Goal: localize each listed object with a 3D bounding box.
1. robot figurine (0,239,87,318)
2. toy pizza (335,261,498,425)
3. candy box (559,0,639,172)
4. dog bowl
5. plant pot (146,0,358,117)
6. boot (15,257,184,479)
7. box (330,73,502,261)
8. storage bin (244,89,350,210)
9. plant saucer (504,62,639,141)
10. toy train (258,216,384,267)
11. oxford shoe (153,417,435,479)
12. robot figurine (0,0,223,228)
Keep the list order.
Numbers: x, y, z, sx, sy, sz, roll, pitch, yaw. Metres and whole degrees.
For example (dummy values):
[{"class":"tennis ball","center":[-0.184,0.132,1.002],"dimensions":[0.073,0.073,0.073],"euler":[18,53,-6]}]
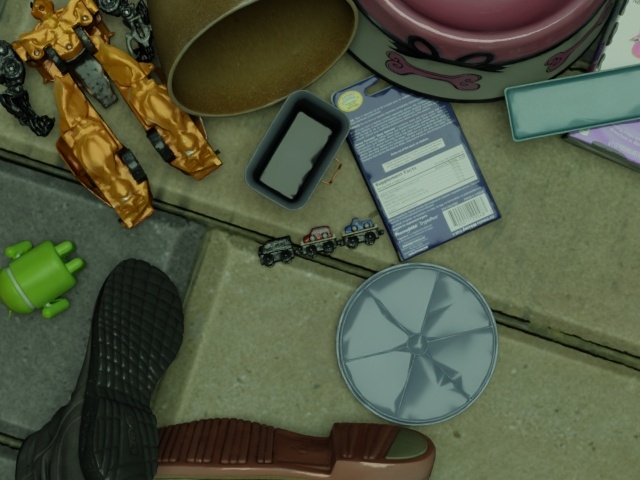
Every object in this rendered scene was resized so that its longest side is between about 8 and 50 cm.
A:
[{"class":"robot figurine","center":[-0.342,0.044,1.855],"dimensions":[0.115,0.067,0.101],"euler":[-33,89,-2]},{"class":"toy pizza","center":[0.118,0.127,1.887],"dimensions":[0.201,0.032,0.201],"euler":[0,89,-3]},{"class":"candy box","center":[0.410,-0.185,1.883],"dimensions":[0.165,0.070,0.196],"euler":[22,89,-1]},{"class":"dog bowl","center":[0.182,-0.378,1.823],"dimensions":[0.408,0.150,0.408],"euler":[0,84,-4]},{"class":"plant pot","center":[-0.113,-0.314,1.802],"dimensions":[0.237,0.237,0.254],"euler":[-25,66,-2]},{"class":"boot","center":[-0.280,0.193,1.813],"dimensions":[0.118,0.338,0.223],"euler":[32,133,-23]},{"class":"box","center":[0.115,-0.103,1.888],"dimensions":[0.136,0.036,0.225],"euler":[-24,89,-2]},{"class":"storage bin","center":[-0.023,-0.104,1.857],"dimensions":[0.098,0.091,0.135],"euler":[30,89,-1]},{"class":"plant saucer","center":[0.319,-0.167,1.837],"dimensions":[0.192,0.018,0.067],"euler":[-10,89,-1]},{"class":"toy train","center":[0.000,0.000,1.889],"dimensions":[0.158,0.027,0.036],"euler":[-12,79,-2]},{"class":"oxford shoe","center":[-0.063,0.303,1.829],"dimensions":[0.397,0.140,0.146],"euler":[2,109,7]},{"class":"robot figurine","center":[-0.260,-0.170,1.853],"dimensions":[0.211,0.085,0.291],"euler":[-35,91,-3]}]
